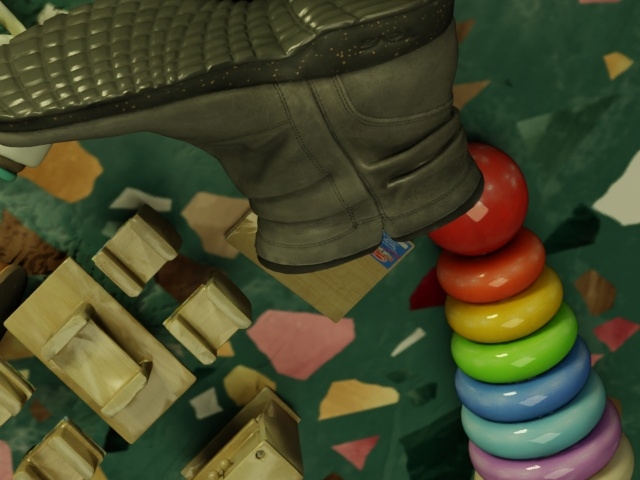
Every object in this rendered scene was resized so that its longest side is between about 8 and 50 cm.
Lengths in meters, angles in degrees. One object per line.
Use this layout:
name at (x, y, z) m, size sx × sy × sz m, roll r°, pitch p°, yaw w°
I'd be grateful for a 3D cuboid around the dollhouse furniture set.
dollhouse furniture set at (-0.135, 0.119, 1.118) m, size 0.212 × 0.161 × 0.242 m, roll -45°, pitch 98°, yaw 4°

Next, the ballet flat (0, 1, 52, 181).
ballet flat at (-0.342, -0.179, 0.927) m, size 0.400 × 0.139 × 0.139 m, roll 28°, pitch 111°, yaw -27°

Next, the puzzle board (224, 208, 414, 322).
puzzle board at (0.000, 0.000, 1.137) m, size 0.128 × 0.011 × 0.096 m, roll 38°, pitch 106°, yaw -26°

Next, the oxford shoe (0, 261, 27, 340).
oxford shoe at (-0.314, 0.090, 1.104) m, size 0.076 × 0.076 × 0.212 m, roll 42°, pitch 97°, yaw 13°

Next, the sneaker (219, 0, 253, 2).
sneaker at (-0.040, -0.162, 1.005) m, size 0.090 × 0.081 × 0.232 m, roll -26°, pitch 127°, yaw 2°

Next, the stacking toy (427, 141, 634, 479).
stacking toy at (0.153, 0.070, 1.148) m, size 0.141 × 0.141 × 0.330 m, roll -20°, pitch 113°, yaw 2°

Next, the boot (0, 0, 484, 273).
boot at (-0.054, -0.059, 0.960) m, size 0.338 × 0.118 × 0.223 m, roll -10°, pitch 132°, yaw 1°
